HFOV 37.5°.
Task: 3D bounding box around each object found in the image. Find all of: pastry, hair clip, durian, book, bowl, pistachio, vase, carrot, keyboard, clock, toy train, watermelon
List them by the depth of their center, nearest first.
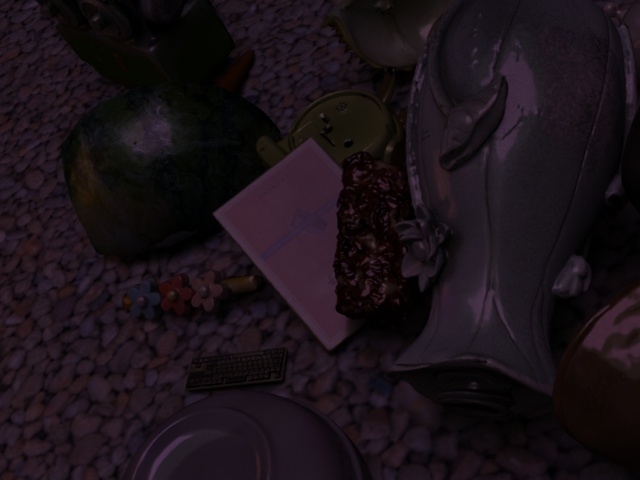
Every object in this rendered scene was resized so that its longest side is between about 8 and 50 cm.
[{"bbox_3d":[0.341,0.111,0.842,0.260,0.163,0.212,3,89,-10],"label":"pistachio"},{"bbox_3d":[-0.096,0.274,0.968,0.287,0.144,0.287,-12,50,16],"label":"bowl"},{"bbox_3d":[0.198,-0.037,0.991,0.250,0.250,0.445,3,69,26],"label":"vase"},{"bbox_3d":[0.067,-0.002,1.091,0.097,0.115,0.208,1,66,5],"label":"pastry"},{"bbox_3d":[-0.103,0.157,1.150,0.129,0.015,0.049,-9,51,18],"label":"keyboard"},{"bbox_3d":[0.000,0.000,1.170,0.170,0.018,0.241,-39,69,-9],"label":"book"},{"bbox_3d":[-0.176,0.071,1.229,0.214,0.056,0.062,-9,83,17],"label":"hair clip"},{"bbox_3d":[0.039,-0.141,1.288,0.232,0.069,0.170,-39,48,-8],"label":"clock"},{"bbox_3d":[-0.207,-0.111,1.340,0.305,0.180,0.224,-20,92,4],"label":"watermelon"},{"bbox_3d":[0.129,-0.326,1.352,0.252,0.139,0.144,-24,52,4],"label":"durian"},{"bbox_3d":[-0.149,-0.229,1.468,0.048,0.048,0.216,4,50,27],"label":"carrot"},{"bbox_3d":[-0.304,-0.362,1.500,0.307,0.249,0.173,22,68,37],"label":"toy train"}]

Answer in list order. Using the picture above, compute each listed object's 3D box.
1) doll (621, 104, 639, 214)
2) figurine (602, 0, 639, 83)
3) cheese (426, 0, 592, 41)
[{"bbox_3d":[0.525,-0.102,0.918,0.382,0.252,0.378,42,107,12],"label":"doll"},{"bbox_3d":[0.454,-0.226,1.134,0.144,0.182,0.257,-7,24,-40],"label":"figurine"},{"bbox_3d":[0.255,-0.244,1.242,0.235,0.117,0.218,8,60,34],"label":"cheese"}]
